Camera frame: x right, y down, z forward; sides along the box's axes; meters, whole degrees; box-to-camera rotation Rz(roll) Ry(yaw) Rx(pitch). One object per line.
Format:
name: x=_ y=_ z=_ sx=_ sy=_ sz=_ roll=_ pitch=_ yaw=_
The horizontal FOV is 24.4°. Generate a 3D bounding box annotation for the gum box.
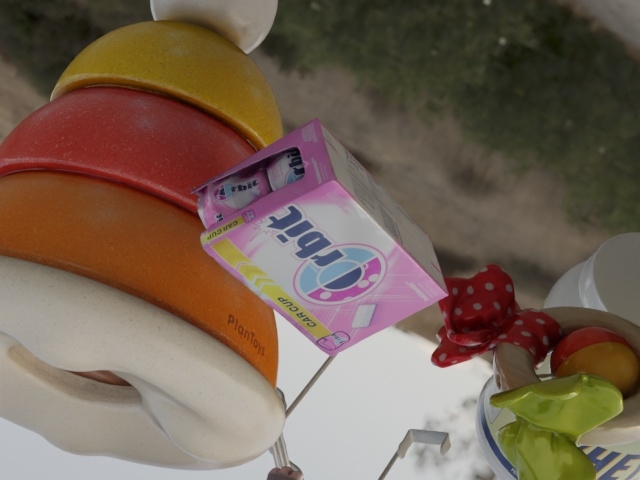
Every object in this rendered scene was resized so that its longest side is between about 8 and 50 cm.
gum box: x=0.000 y=0.000 z=1.074 sx=0.188 sy=0.107 sz=0.062 roll=44 pitch=-156 yaw=-47

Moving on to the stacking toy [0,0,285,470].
stacking toy: x=-0.139 y=-0.066 z=1.299 sx=0.351 sy=0.479 sz=0.350 roll=16 pitch=155 yaw=7

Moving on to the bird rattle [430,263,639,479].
bird rattle: x=0.215 y=0.123 z=1.343 sx=0.207 sy=0.143 sz=0.253 roll=-2 pitch=-151 yaw=-13

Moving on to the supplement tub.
supplement tub: x=0.355 y=0.168 z=1.841 sx=0.235 sy=0.325 sz=0.235 roll=13 pitch=-134 yaw=-14

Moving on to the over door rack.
over door rack: x=0.010 y=0.224 z=1.710 sx=0.108 sy=0.239 sz=0.324 roll=12 pitch=-144 yaw=38

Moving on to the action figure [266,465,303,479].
action figure: x=-0.127 y=0.305 z=1.291 sx=0.370 sy=0.248 sz=0.276 roll=-14 pitch=155 yaw=16
